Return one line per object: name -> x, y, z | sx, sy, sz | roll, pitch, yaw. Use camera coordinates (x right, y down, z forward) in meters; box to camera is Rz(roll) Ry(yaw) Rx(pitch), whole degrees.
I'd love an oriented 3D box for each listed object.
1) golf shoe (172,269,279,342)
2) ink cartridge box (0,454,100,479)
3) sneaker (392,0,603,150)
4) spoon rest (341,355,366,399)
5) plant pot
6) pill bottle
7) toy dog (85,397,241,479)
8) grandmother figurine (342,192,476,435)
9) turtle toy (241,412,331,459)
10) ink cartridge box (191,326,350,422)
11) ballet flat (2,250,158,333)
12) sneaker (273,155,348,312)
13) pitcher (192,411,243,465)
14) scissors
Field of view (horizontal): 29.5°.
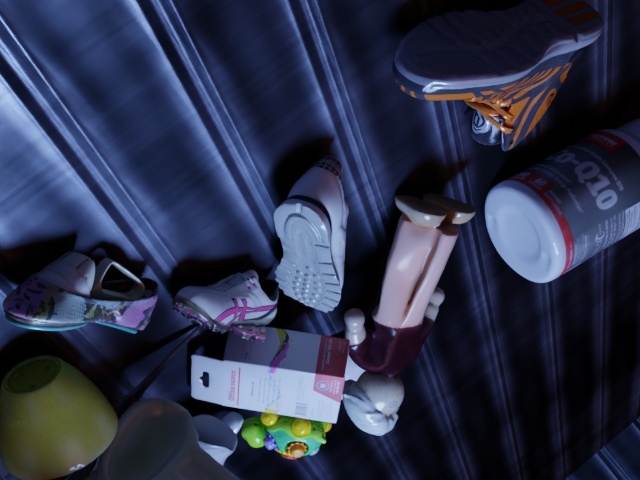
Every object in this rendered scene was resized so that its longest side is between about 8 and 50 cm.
golf shoe -> -0.114, 0.069, 1.470 | 0.186, 0.067, 0.086 | 21, 92, -62
ink cartridge box -> -0.327, 0.270, 1.486 | 0.099, 0.056, 0.135 | -40, 152, -5
sneaker -> 0.198, -0.175, 1.429 | 0.321, 0.124, 0.180 | -18, 144, -36
spoon rest -> 0.014, 0.191, 1.798 | 0.137, 0.084, 0.276 | -47, 165, 14
plant pot -> -0.302, 0.183, 1.341 | 0.134, 0.134, 0.095 | -28, 123, -23
pill bottle -> 0.397, -0.067, 1.796 | 0.283, 0.161, 0.161 | -28, 150, -24
toy dog -> -0.220, 0.471, 1.453 | 0.408, 0.285, 0.395 | -62, 177, 37
grandmother figurine -> 0.104, 0.110, 1.655 | 0.208, 0.104, 0.342 | -1, 114, -39
turtle toy -> -0.051, 0.268, 1.699 | 0.095, 0.130, 0.066 | 13, 90, -64
ink cartridge box -> -0.067, 0.170, 1.595 | 0.198, 0.067, 0.115 | 9, 141, 0
ballet flat -> -0.245, 0.053, 1.276 | 0.221, 0.077, 0.079 | 12, 104, -62
sneaker -> 0.000, 0.000, 1.473 | 0.235, 0.090, 0.094 | 95, 17, -55
pitcher -> -0.186, 0.340, 1.715 | 0.207, 0.125, 0.178 | -61, 163, 14
scissors -> -0.245, 0.213, 1.470 | 0.297, 0.021, 0.109 | -41, 148, -39
